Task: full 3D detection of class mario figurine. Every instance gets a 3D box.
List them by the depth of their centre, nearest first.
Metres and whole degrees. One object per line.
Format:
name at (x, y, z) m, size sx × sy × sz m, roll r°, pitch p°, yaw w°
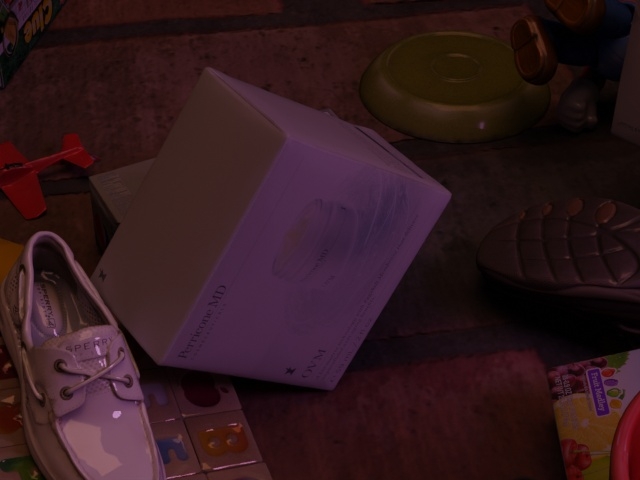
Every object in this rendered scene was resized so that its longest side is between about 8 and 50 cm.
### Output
mario figurine at (0.390, -0.215, 1.521) m, size 0.320 × 0.170 × 0.198 m, roll 1°, pitch -2°, yaw -35°

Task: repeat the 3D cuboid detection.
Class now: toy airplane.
toy airplane at (-0.322, -0.082, 1.474) m, size 0.151 × 0.028 × 0.151 m, roll 1°, pitch 40°, yaw -1°

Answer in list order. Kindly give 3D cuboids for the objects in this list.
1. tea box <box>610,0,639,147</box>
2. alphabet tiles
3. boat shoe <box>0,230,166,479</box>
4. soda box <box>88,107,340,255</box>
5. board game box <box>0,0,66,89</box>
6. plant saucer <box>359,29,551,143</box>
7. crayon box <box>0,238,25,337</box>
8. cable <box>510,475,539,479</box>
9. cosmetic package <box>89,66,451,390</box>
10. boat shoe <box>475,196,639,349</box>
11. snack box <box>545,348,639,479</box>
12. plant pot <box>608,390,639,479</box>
tea box at (0.524, -0.158, 1.254) m, size 0.323 × 0.220 × 0.329 m, roll -2°, pitch 22°, yaw -28°
alphabet tiles at (-0.210, 0.188, 1.066) m, size 0.342 × 0.011 × 0.285 m, roll -6°, pitch 49°, yaw -27°
boat shoe at (-0.201, 0.107, 1.070) m, size 0.098 × 0.096 × 0.277 m, roll -12°, pitch 53°, yaw -32°
soda box at (-0.095, -0.046, 1.374) m, size 0.286 × 0.098 × 0.091 m, roll -19°, pitch 43°, yaw -22°
board game box at (-0.385, -0.322, 1.690) m, size 0.030 × 0.136 × 0.259 m, roll 9°, pitch 40°, yaw 6°
plant saucer at (0.169, -0.203, 1.623) m, size 0.241 × 0.037 × 0.241 m, roll 0°, pitch 39°, yaw 0°
crayon box at (-0.493, 0.083, 1.201) m, size 0.363 × 0.106 × 0.313 m, roll 16°, pitch 42°, yaw 18°
cable at (0.175, 0.286, 0.981) m, size 0.139 × 0.072 × 0.287 m, roll 15°, pitch 40°, yaw 10°
cosmetic package at (-0.043, -0.002, 1.151) m, size 0.225 × 0.224 × 0.138 m, roll 15°, pitch 20°, yaw -45°
boat shoe at (0.310, 0.051, 1.237) m, size 0.355 × 0.130 × 0.132 m, roll 8°, pitch 44°, yaw 40°
snack box at (0.307, 0.167, 1.087) m, size 0.207 × 0.070 × 0.174 m, roll -13°, pitch 39°, yaw 9°
plant pot at (0.321, 0.247, 0.893) m, size 0.275 × 0.243 × 0.275 m, roll 0°, pitch 38°, yaw 0°
